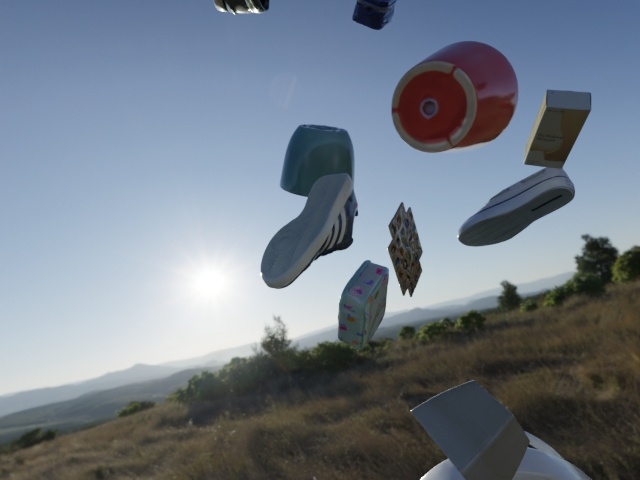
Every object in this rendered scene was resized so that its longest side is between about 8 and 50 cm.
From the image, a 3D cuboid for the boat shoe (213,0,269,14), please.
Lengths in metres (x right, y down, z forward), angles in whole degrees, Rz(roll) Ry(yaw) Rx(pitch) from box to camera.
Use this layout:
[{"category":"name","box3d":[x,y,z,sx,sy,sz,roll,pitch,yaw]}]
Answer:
[{"category":"boat shoe","box3d":[-0.125,-0.498,0.632,0.099,0.116,0.319,14,-21,-3]}]

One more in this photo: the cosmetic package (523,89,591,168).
[{"category":"cosmetic package","box3d":[0.353,-0.165,0.610,0.060,0.041,0.115,10,-32,17]}]

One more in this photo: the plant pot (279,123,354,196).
[{"category":"plant pot","box3d":[-0.001,-0.311,1.538,0.293,0.235,0.293,6,21,-2]}]

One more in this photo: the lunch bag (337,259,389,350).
[{"category":"lunch bag","box3d":[0.147,0.216,1.358,0.108,0.279,0.224,20,46,21]}]

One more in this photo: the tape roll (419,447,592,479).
[{"category":"tape roll","box3d":[0.330,0.549,0.696,0.392,0.392,0.072,-15,7,9]}]

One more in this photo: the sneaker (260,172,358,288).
[{"category":"sneaker","box3d":[0.000,0.000,0.926,0.131,0.148,0.350,6,47,37]}]

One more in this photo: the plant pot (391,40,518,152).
[{"category":"plant pot","box3d":[0.305,-0.329,0.968,0.275,0.275,0.243,-24,6,42]}]

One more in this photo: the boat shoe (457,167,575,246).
[{"category":"boat shoe","box3d":[0.370,-0.062,0.782,0.083,0.076,0.226,37,-45,-25]}]

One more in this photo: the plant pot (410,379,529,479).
[{"category":"plant pot","box3d":[0.206,0.256,0.536,0.096,0.109,0.109,-40,28,-4]}]

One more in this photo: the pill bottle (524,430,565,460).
[{"category":"pill bottle","box3d":[0.406,0.611,0.906,0.334,0.188,0.188,-41,0,-23]}]

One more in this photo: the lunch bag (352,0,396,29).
[{"category":"lunch bag","box3d":[0.108,-0.464,0.791,0.098,0.067,0.065,-55,-12,-40]}]

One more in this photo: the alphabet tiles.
[{"category":"alphabet tiles","box3d":[0.336,0.038,1.580,0.011,0.342,0.285,-2,34,33]}]
